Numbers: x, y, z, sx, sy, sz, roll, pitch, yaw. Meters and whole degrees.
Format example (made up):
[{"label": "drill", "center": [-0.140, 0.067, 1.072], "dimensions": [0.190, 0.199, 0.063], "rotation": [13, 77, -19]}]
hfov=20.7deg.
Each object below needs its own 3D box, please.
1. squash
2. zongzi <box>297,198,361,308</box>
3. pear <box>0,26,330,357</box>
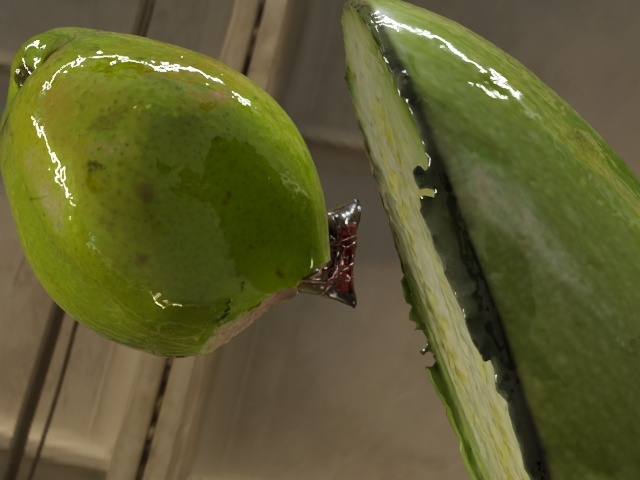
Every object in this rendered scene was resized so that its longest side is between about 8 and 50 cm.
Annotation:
[{"label": "squash", "center": [0.084, 0.033, 0.892], "dimensions": [0.309, 0.233, 0.210], "rotation": [41, -88, -10]}, {"label": "zongzi", "center": [0.000, 0.000, 1.292], "dimensions": [0.067, 0.073, 0.083], "rotation": [17, -95, 23]}, {"label": "pear", "center": [-0.103, -0.037, 1.039], "dimensions": [0.187, 0.187, 0.220], "rotation": [-38, -92, -16]}]
